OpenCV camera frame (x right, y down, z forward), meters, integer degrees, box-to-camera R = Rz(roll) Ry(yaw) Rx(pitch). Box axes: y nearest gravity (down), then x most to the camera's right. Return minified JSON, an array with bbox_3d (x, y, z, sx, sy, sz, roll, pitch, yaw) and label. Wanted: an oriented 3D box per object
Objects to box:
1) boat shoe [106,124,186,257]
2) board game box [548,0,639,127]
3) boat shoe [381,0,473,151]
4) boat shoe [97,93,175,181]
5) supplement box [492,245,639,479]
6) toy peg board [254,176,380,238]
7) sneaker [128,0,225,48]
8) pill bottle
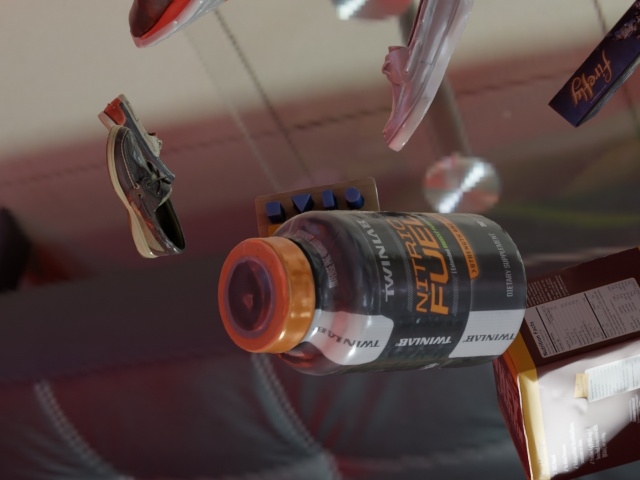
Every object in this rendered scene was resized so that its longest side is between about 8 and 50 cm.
[{"bbox_3d":[-0.167,-0.049,1.663,0.049,0.056,0.152,-1,131,20],"label":"boat shoe"},{"bbox_3d":[0.348,-0.230,1.824,0.042,0.165,0.243,42,107,6],"label":"board game box"},{"bbox_3d":[0.097,-0.184,1.753,0.063,0.066,0.184,24,95,-5],"label":"boat shoe"},{"bbox_3d":[-0.228,-0.126,2.184,0.137,0.043,0.049,50,165,-24],"label":"boat shoe"},{"bbox_3d":[0.289,0.135,1.806,0.194,0.129,0.191,-15,132,-2],"label":"supplement box"},{"bbox_3d":[0.000,0.000,2.189,0.161,0.161,0.079,-10,165,5],"label":"toy peg board"},{"bbox_3d":[-0.067,-0.149,0.848,0.065,0.061,0.158,53,151,-2],"label":"sneaker"},{"bbox_3d":[0.039,0.042,1.356,0.245,0.130,0.130,0,152,-41],"label":"pill bottle"}]
